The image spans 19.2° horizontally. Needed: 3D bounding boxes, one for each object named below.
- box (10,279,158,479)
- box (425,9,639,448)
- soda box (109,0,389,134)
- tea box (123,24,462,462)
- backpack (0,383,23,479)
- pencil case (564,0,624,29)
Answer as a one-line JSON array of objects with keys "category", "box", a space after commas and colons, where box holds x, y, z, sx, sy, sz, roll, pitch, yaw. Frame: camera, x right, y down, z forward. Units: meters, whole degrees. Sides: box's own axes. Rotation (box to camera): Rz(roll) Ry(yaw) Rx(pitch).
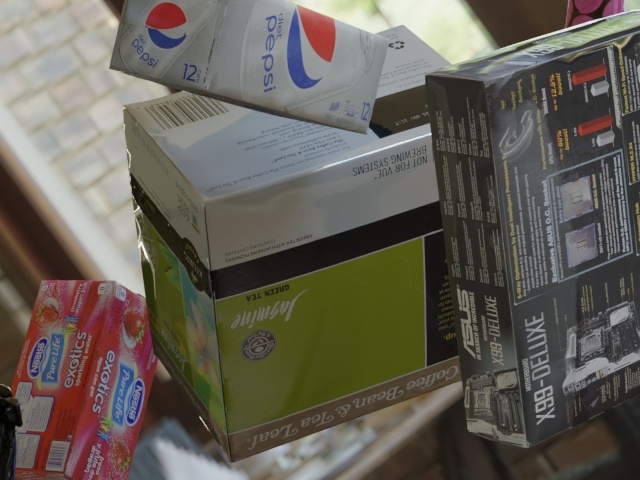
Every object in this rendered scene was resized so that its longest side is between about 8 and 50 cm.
[{"category": "box", "box": [-0.299, 0.186, 2.368, 0.128, 0.257, 0.122, -1, -23, 33]}, {"category": "box", "box": [0.213, -0.014, 1.552, 0.242, 0.307, 0.076, -21, 20, -35]}, {"category": "soda box", "box": [-0.051, -0.155, 1.575, 0.286, 0.098, 0.091, 9, -85, -62]}, {"category": "tea box", "box": [0.000, 0.000, 1.931, 0.329, 0.323, 0.220, -17, 36, -20]}, {"category": "backpack", "box": [-0.412, 0.263, 1.757, 0.213, 0.276, 0.263, -9, -16, 19]}, {"category": "pencil case", "box": [0.360, -0.273, 2.442, 0.095, 0.209, 0.098, -7, 14, -39]}]
